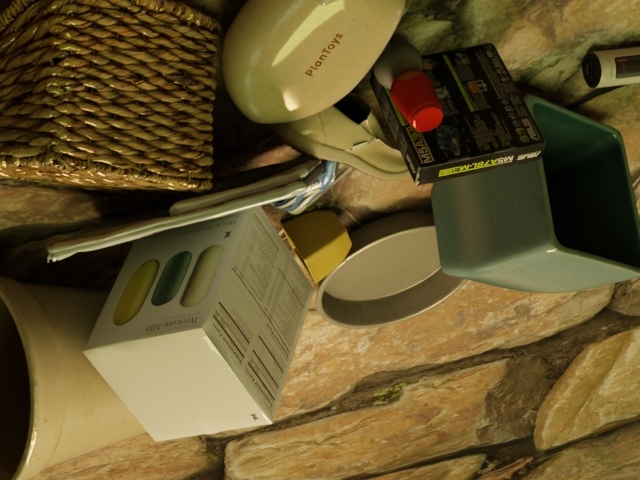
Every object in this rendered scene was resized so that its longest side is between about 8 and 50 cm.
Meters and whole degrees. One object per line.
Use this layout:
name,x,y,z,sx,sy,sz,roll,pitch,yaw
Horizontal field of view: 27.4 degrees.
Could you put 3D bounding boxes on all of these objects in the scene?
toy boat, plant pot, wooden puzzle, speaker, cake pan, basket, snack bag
toy boat,0.025,-0.242,1.646,0.318,0.148,0.267,23,122,-40
plant pot,-0.383,0.192,1.923,0.305,0.333,0.334,-4,146,-45
wooden puzzle,-0.276,0.021,1.977,0.083,0.006,0.049,-6,146,-22
speaker,0.456,-0.257,1.931,0.136,0.055,0.055,-8,146,-19
cake pan,0.125,0.047,2.202,0.293,0.054,0.293,-15,148,-9
plant pot,0.000,0.000,2.041,0.083,0.081,0.081,-32,149,-5
basket,-0.281,-0.176,1.536,0.213,0.223,0.299,1,178,33
plant pot,0.313,-0.040,2.014,0.248,0.247,0.252,13,152,-42
snack bag,-0.166,-0.051,1.733,0.343,0.037,0.323,-15,-173,6

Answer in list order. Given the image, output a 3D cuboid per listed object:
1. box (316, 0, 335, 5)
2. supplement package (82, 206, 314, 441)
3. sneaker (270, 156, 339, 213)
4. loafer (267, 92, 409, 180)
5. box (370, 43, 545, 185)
box,0.049,-0.386,1.383,0.149,0.127,0.232,-34,165,-47
supplement package,-0.163,0.110,1.839,0.199,0.262,0.198,-13,127,27
sneaker,-0.026,-0.090,1.909,0.059,0.053,0.144,11,135,-38
loafer,0.048,-0.152,1.812,0.268,0.102,0.092,9,116,-48
box,0.183,-0.173,1.772,0.184,0.190,0.045,-14,147,-12
